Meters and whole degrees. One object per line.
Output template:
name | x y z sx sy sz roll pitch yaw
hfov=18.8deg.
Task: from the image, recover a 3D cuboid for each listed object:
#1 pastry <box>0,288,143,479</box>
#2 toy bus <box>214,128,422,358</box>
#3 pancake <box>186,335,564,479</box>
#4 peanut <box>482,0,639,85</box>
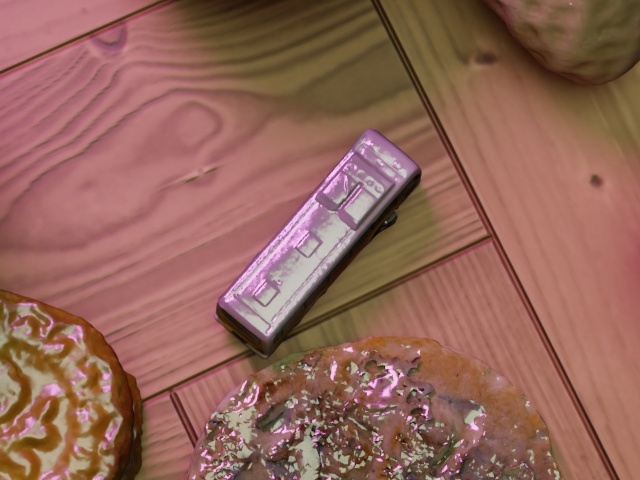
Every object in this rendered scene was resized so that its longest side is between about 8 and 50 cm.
pastry | -0.208 0.124 1.257 0.188 0.103 0.189 1 81 -5
toy bus | 0.000 0.000 1.313 0.057 0.072 0.172 40 79 7
pancake | 0.043 0.195 1.294 0.282 0.049 0.282 1 81 -6
peanut | 0.158 -0.237 1.262 0.152 0.313 0.152 -6 50 7
